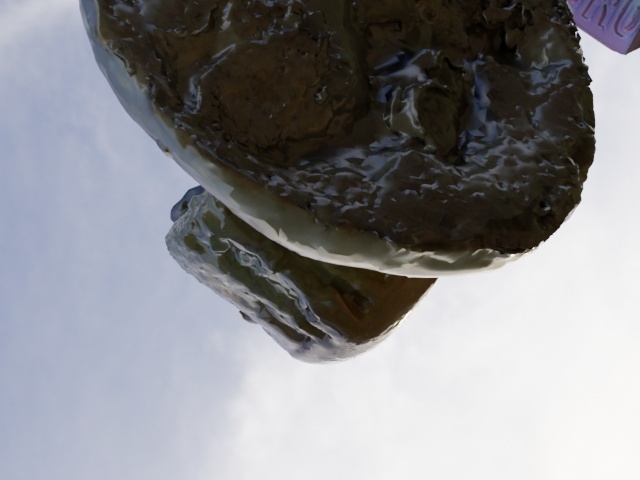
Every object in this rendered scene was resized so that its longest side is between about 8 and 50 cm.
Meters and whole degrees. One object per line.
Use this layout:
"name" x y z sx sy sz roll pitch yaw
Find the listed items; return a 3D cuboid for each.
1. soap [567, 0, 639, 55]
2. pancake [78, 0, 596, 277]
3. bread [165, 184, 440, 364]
"soap" 0.352 -0.300 1.190 0.056 0.149 0.100 -35 -21 -39
"pancake" 0.024 -0.146 0.639 0.386 0.082 0.387 14 -122 -23
"bread" 0.000 0.000 0.754 0.204 0.262 0.163 36 -141 -11
